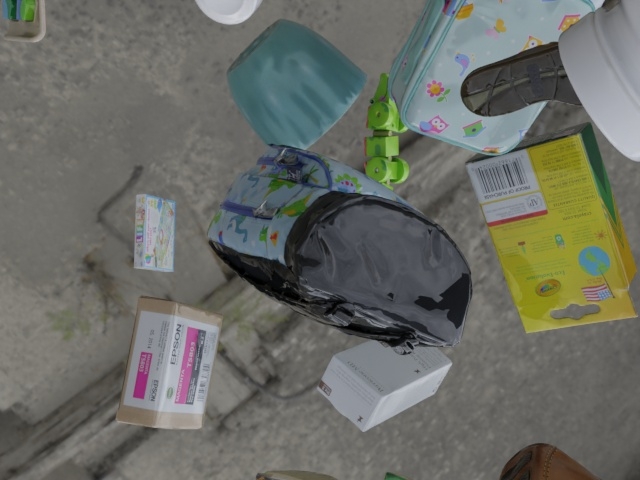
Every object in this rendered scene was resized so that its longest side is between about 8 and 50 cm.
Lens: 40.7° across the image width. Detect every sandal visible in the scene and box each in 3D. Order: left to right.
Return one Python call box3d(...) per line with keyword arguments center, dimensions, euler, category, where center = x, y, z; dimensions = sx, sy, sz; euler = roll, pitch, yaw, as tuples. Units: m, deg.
box3d(center=(0.284, -0.206, 1.072), dimensions=(0.060, 0.219, 0.090), euler=(-76, 150, -54), category="sandal")

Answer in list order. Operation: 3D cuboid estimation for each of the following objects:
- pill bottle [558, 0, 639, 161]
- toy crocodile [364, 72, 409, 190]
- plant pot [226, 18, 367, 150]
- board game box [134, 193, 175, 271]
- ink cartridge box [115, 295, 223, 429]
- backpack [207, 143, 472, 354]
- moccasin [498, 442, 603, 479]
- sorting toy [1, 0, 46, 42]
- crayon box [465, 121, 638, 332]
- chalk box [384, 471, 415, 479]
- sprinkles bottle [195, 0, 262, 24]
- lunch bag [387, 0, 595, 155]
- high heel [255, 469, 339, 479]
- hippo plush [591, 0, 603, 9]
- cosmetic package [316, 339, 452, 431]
box3d(center=(0.376, -0.208, 0.707), dimensions=(0.334, 0.188, 0.188), euler=(-34, 160, 34), category="pill bottle")
box3d(center=(0.155, -0.248, 2.173), dimensions=(0.115, 0.105, 0.341), euler=(-6, 101, -54), category="toy crocodile")
box3d(center=(-0.077, -0.368, 2.010), dimensions=(0.235, 0.293, 0.293), euler=(44, 87, -18), category="plant pot")
box3d(center=(-0.350, -0.014, 1.826), dimensions=(0.103, 0.026, 0.154), euler=(15, 74, -62), category="board game box")
box3d(center=(-0.282, 0.237, 1.644), dimensions=(0.193, 0.088, 0.235), euler=(30, 68, -67), category="ink cartridge box")
box3d(center=(0.000, 0.000, 1.189), dimensions=(0.290, 0.355, 0.273), euler=(25, 73, -33), category="backpack")
box3d(center=(0.381, 0.382, 1.018), dimensions=(0.139, 0.380, 0.147), euler=(-46, -165, 21), category="moccasin")
box3d(center=(-0.522, -0.453, 1.501), dimensions=(0.038, 0.193, 0.208), euler=(-2, 103, -35), category="sorting toy")
box3d(center=(0.388, -0.015, 1.429), dimensions=(0.081, 0.202, 0.319), euler=(-36, 109, -53), category="crayon box")
box3d(center=(0.204, 0.512, 1.530), dimensions=(0.132, 0.213, 0.132), euler=(51, 58, -67), category="chalk box")
box3d(center=(-0.116, -0.525, 1.593), dimensions=(0.355, 0.121, 0.121), euler=(-65, 168, -48), category="sprinkles bottle")
box3d(center=(0.231, -0.269, 1.214), dimensions=(0.224, 0.108, 0.279), euler=(14, 125, -20), category="lunch bag")
box3d(center=(0.012, 0.446, 1.256), dimensions=(0.093, 0.261, 0.186), euler=(9, 96, -82), category="high heel")
box3d(center=(0.464, -0.510, 1.533), dimensions=(0.294, 0.234, 0.237), euler=(7, 108, -34), category="hippo plush")
box3d(center=(0.115, 0.233, 1.495), dimensions=(0.231, 0.117, 0.085), euler=(-13, 134, -52), category="cosmetic package")
